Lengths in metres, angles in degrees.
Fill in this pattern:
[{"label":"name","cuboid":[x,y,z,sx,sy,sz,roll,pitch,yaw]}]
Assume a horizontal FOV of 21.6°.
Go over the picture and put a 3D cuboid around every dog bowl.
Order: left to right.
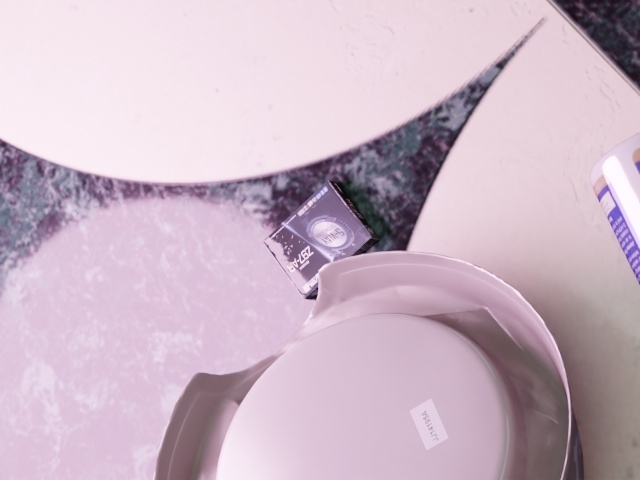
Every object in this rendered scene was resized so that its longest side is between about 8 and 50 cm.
[{"label":"dog bowl","cuboid":[0.044,0.182,1.300,0.349,0.102,0.349,-14,55,21]}]

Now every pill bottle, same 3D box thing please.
[{"label":"pill bottle","cuboid":[0.288,0.008,1.253,0.112,0.112,0.187,-29,73,21]}]

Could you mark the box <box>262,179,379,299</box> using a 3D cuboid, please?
[{"label":"box","cuboid":[0.000,0.000,1.447,0.083,0.018,0.067,-42,69,17]}]
